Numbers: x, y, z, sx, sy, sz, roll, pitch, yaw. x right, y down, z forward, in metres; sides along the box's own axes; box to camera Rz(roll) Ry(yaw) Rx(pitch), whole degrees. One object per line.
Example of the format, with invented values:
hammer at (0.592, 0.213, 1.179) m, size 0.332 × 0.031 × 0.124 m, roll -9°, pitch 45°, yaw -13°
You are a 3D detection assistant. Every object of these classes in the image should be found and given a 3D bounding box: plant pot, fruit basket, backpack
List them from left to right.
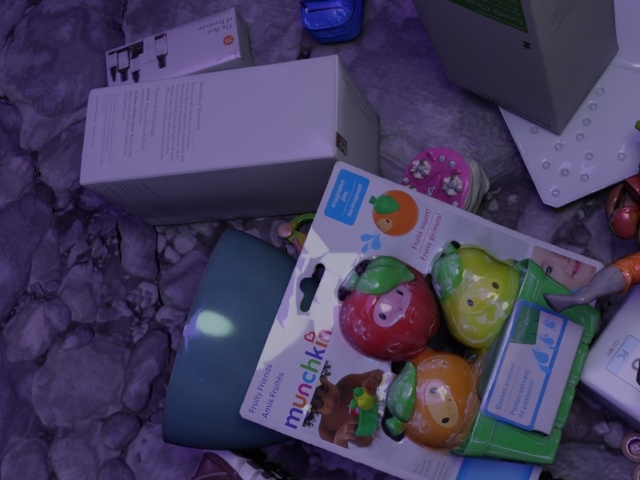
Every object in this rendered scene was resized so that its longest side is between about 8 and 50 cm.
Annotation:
plant pot at (-0.065, 0.149, 1.142) m, size 0.196 × 0.290 × 0.290 m, roll 17°, pitch 80°, yaw 2°
backpack at (0.012, -0.370, 1.348) m, size 0.098 × 0.101 × 0.120 m, roll -2°, pitch 77°, yaw 26°
fruit basket at (0.128, 0.113, 1.015) m, size 0.353 × 0.165 × 0.327 m, roll 23°, pitch 80°, yaw -8°

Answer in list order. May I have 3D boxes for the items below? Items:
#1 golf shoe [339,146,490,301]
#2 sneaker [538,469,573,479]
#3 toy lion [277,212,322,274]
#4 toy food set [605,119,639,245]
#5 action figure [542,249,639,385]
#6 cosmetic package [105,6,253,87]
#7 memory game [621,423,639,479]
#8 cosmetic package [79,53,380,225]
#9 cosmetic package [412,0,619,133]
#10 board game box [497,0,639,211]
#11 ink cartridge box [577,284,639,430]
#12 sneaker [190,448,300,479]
golf shoe at (0.132, 0.018, 1.187) m, size 0.115 × 0.140 × 0.306 m, roll 42°, pitch 114°, yaw 25°
sneaker at (0.271, 0.313, 1.058) m, size 0.234 × 0.078 × 0.106 m, roll -16°, pitch 50°, yaw 4°
toy lion at (0.000, 0.000, 1.280) m, size 0.096 × 0.034 × 0.100 m, roll -32°, pitch 66°, yaw 0°
toy food set at (0.390, -0.066, 1.072) m, size 0.071 × 0.128 × 0.217 m, roll 22°, pitch 105°, yaw 28°
action figure at (0.456, 0.071, 0.909) m, size 0.330 × 0.178 × 0.341 m, roll -38°, pitch 80°, yaw -1°
cosmetic package at (-0.233, -0.292, 1.432) m, size 0.239 × 0.060 × 0.098 m, roll -15°, pitch 70°, yaw 15°
memory game at (0.457, 0.246, 1.050) m, size 0.186 × 0.012 × 0.186 m, roll -6°, pitch 72°, yaw 18°
cosmetic package at (-0.122, -0.132, 1.262) m, size 0.385 × 0.217 × 0.156 m, roll -5°, pitch 73°, yaw 17°
cosmetic package at (0.229, -0.295, 1.044) m, size 0.197 × 0.365 × 0.155 m, roll 32°, pitch 85°, yaw 27°
board game box at (0.420, -0.279, 1.201) m, size 0.390 × 0.050 × 0.389 m, roll -24°, pitch 68°, yaw 11°
ink cartridge box at (0.538, 0.148, 0.998) m, size 0.385 × 0.091 × 0.308 m, roll 35°, pitch 84°, yaw 27°
sneaker at (-0.077, 0.391, 1.159) m, size 0.281 × 0.106 × 0.162 m, roll 31°, pitch 91°, yaw 35°
